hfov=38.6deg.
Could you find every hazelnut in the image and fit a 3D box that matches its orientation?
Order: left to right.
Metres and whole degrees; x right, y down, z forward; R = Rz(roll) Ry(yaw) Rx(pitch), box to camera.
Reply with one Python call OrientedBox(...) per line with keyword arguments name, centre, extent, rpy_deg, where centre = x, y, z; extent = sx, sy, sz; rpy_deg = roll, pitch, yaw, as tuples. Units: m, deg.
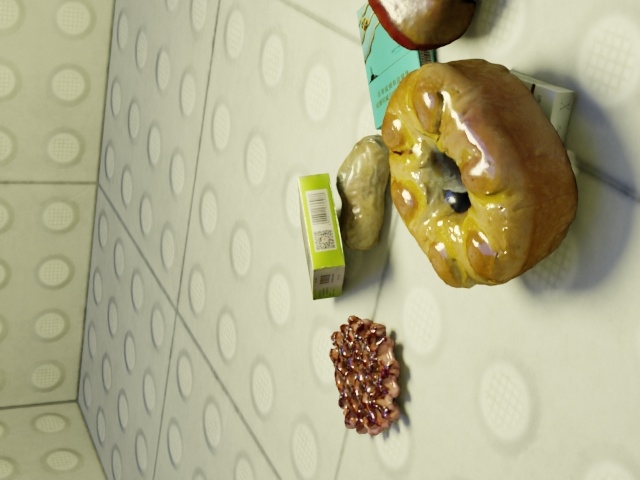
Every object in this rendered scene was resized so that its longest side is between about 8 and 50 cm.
OrientedBox(name="hazelnut", centre=(0.160, -0.398, 1.395), extent=(0.181, 0.181, 0.212), rpy_deg=(22, 114, 27))

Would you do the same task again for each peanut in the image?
OrientedBox(name="peanut", centre=(0.077, -0.086, 1.642), extent=(0.099, 0.100, 0.214), rpy_deg=(30, 124, 58))

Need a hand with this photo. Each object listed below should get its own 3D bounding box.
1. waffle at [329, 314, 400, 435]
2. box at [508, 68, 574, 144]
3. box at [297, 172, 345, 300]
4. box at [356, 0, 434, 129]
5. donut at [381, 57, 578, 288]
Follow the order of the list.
OrientedBox(name="waffle", centre=(0.083, 0.246, 1.677), extent=(0.234, 0.055, 0.221), rpy_deg=(143, 120, -63))
OrientedBox(name="box", centre=(0.286, -0.185, 1.279), extent=(0.154, 0.040, 0.084), rpy_deg=(41, 127, 56))
OrientedBox(name="box", centre=(0.000, -0.001, 1.704), extent=(0.260, 0.062, 0.175), rpy_deg=(94, 167, -75))
OrientedBox(name="box", centre=(0.131, -0.324, 1.568), extent=(0.162, 0.041, 0.229), rpy_deg=(-30, 65, 59))
OrientedBox(name="donut", centre=(0.210, -0.093, 1.256), extent=(0.299, 0.150, 0.317), rpy_deg=(-165, 61, -66))
